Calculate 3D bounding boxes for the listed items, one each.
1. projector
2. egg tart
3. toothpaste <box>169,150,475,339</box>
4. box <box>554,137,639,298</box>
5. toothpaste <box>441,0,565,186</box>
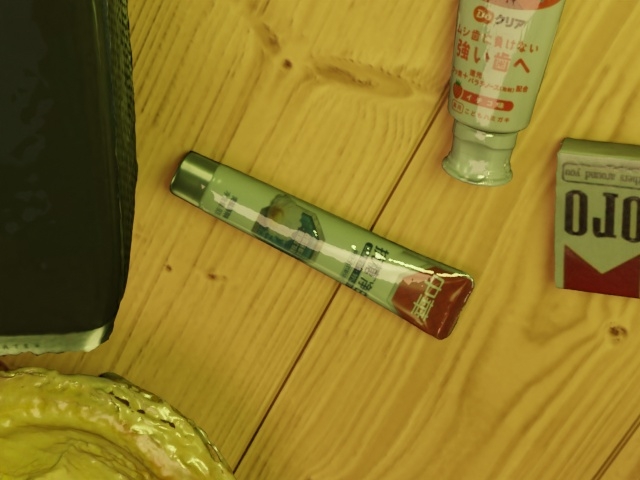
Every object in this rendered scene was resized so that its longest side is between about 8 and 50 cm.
[{"bbox_3d":[-0.329,-0.141,1.331,0.395,0.242,0.405,-2,123,1],"label":"projector"},{"bbox_3d":[-0.182,0.214,1.624,0.315,0.120,0.315,10,125,14],"label":"egg tart"},{"bbox_3d":[0.000,0.000,1.474,0.239,0.039,0.062,26,119,1],"label":"toothpaste"},{"bbox_3d":[0.254,-0.010,1.372,0.177,0.036,0.115,7,122,16],"label":"box"},{"bbox_3d":[0.127,-0.152,1.329,0.089,0.057,0.234,16,116,13],"label":"toothpaste"}]
